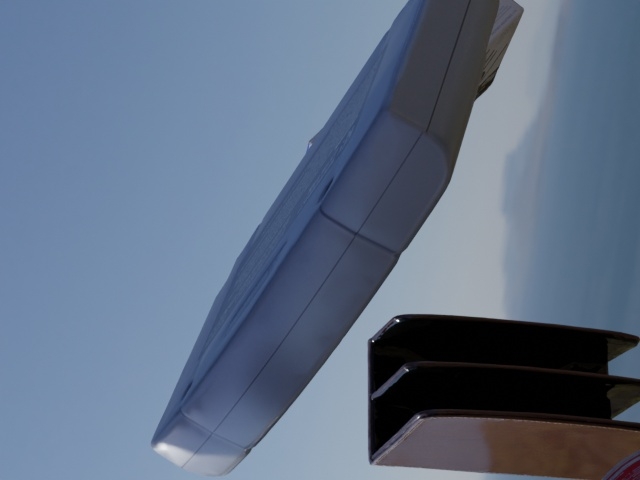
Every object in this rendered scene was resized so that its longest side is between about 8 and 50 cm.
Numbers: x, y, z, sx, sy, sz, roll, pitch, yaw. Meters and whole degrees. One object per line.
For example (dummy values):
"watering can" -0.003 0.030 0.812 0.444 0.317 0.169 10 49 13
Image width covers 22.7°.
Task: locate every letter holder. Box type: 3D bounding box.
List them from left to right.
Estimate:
"letter holder" 0.225 0.164 1.780 0.214 0.301 0.152 125 148 -64

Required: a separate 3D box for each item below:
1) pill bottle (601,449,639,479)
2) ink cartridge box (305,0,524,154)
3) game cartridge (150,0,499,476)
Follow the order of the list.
"pill bottle" 0.368 0.315 1.485 0.407 0.229 0.229 22 -103 -84
"ink cartridge box" 0.063 -0.095 1.162 0.207 0.046 0.097 -45 -14 -29
"game cartridge" 0.000 0.000 0.899 0.297 0.062 0.198 -54 13 40
